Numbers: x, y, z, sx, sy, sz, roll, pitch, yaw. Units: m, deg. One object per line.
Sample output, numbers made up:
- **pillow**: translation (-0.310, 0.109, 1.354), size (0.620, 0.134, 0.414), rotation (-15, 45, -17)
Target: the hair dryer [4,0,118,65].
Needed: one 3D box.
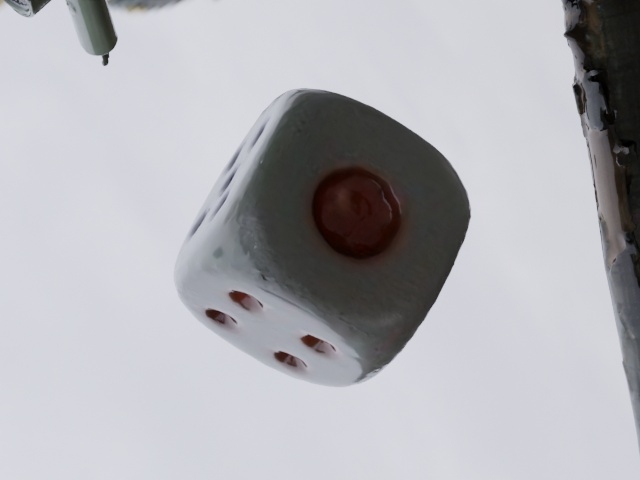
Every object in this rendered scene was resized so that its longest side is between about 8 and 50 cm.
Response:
- **hair dryer**: translation (-0.107, -0.106, 0.768), size (0.038, 0.063, 0.124), rotation (39, 163, 18)

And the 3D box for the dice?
- **dice**: translation (0.000, 0.000, 1.521), size (0.193, 0.192, 0.194), rotation (30, -114, -9)

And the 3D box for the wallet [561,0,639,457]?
- **wallet**: translation (0.214, 0.012, 0.892), size (0.169, 0.044, 0.317), rotation (-18, -77, -23)
